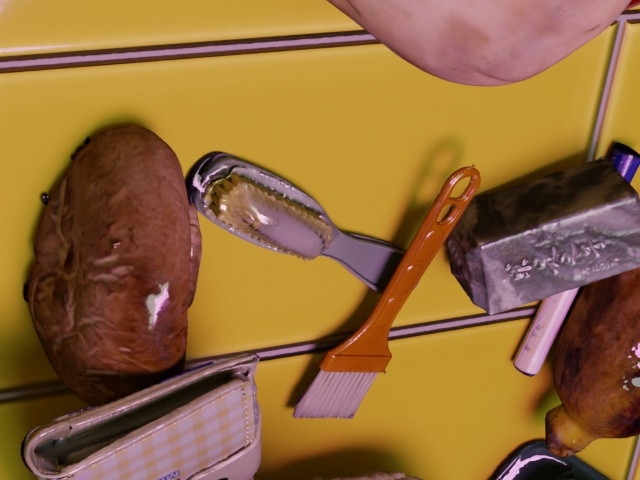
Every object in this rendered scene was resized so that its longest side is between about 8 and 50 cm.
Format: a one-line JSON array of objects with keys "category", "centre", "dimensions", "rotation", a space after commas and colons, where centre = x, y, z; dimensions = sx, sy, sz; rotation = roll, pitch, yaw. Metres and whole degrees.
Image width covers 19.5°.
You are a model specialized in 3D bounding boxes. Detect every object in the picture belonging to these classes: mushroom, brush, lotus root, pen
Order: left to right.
[{"category": "mushroom", "centre": [-0.161, 0.055, 1.614], "dimensions": [0.156, 0.151, 0.285], "rotation": [-8, 123, -25]}, {"category": "brush", "centre": [0.000, 0.000, 1.735], "dimensions": [0.297, 0.060, 0.068], "rotation": [25, 102, -39]}, {"category": "brush", "centre": [0.073, 0.054, 1.812], "dimensions": [0.090, 0.017, 0.314], "rotation": [4, 124, -46]}, {"category": "mushroom", "centre": [0.112, -0.287, 1.449], "dimensions": [0.353, 0.353, 0.325], "rotation": [17, 82, -38]}, {"category": "pen", "centre": [0.264, 0.024, 1.927], "dimensions": [0.033, 0.033, 0.269], "rotation": [8, 115, -34]}, {"category": "lotus root", "centre": [0.337, 0.106, 1.951], "dimensions": [0.169, 0.141, 0.314], "rotation": [15, 111, -40]}]

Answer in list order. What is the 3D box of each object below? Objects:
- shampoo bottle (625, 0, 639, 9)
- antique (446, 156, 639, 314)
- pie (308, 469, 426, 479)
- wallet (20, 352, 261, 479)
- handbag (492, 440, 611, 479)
[{"category": "shampoo bottle", "centre": [0.251, -0.250, 1.719], "dimensions": [0.260, 0.064, 0.102], "rotation": [-22, 125, -18]}, {"category": "antique", "centre": [0.217, -0.003, 1.827], "dimensions": [0.183, 0.086, 0.088], "rotation": [-18, 122, -8]}, {"category": "pie", "centre": [0.034, 0.358, 1.933], "dimensions": [0.306, 0.071, 0.306], "rotation": [-5, 126, -7]}, {"category": "wallet", "centre": [-0.155, 0.209, 1.681], "dimensions": [0.223, 0.077, 0.309], "rotation": [-20, 157, -15]}, {"category": "handbag", "centre": [0.216, 0.394, 2.106], "dimensions": [0.326, 0.089, 0.238], "rotation": [-51, 131, 6]}]
